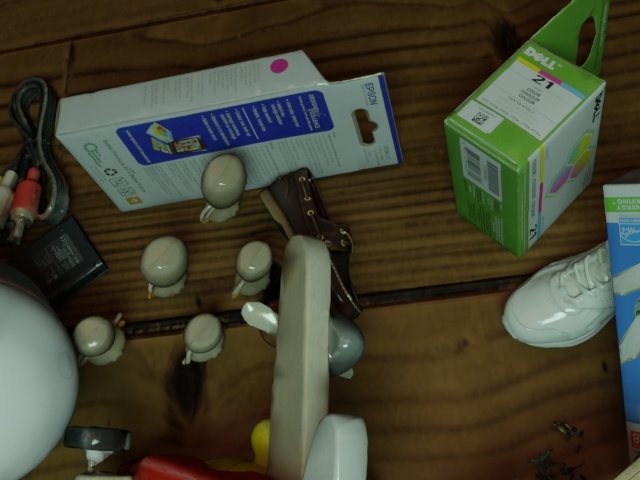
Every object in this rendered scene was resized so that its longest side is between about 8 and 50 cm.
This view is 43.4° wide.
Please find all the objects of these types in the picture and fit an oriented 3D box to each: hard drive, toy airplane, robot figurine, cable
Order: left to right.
[{"bbox_3d":[-0.351,0.125,0.789,0.200,0.353,0.299,-2,96,-25],"label":"robot figurine"},{"bbox_3d":[-0.387,-0.114,1.057,0.140,0.072,0.287,-14,62,26],"label":"cable"},{"bbox_3d":[-0.344,0.041,1.003,0.135,0.022,0.094,-37,61,-7],"label":"hard drive"},{"bbox_3d":[-0.025,0.242,0.682,0.386,0.272,0.384,-55,45,20],"label":"toy airplane"}]

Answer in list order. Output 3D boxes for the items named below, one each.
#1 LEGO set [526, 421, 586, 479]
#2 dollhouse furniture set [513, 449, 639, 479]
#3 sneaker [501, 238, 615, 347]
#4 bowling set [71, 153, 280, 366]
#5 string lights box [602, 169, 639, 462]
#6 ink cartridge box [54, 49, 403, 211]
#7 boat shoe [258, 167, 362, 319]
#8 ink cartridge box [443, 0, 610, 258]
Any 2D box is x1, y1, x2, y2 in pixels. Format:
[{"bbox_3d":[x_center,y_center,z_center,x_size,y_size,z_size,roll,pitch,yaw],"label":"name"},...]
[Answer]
[{"bbox_3d":[0.232,0.218,0.778,0.054,0.023,0.083,33,62,24],"label":"LEGO set"},{"bbox_3d":[0.219,0.274,0.621,0.161,0.242,0.212,-36,61,-7],"label":"dollhouse furniture set"},{"bbox_3d":[0.288,0.028,0.803,0.232,0.115,0.090,-24,60,0],"label":"sneaker"},{"bbox_3d":[-0.117,0.070,0.886,0.200,0.154,0.287,39,75,3],"label":"bowling set"},{"bbox_3d":[0.331,0.069,0.687,0.133,0.077,0.259,1,104,44],"label":"string lights box"},{"bbox_3d":[-0.098,-0.126,0.941,0.371,0.175,0.069,-7,61,10],"label":"ink cartridge box"},{"bbox_3d":[0.000,0.000,0.912,0.073,0.073,0.207,-30,61,0],"label":"boat shoe"},{"bbox_3d":[0.257,-0.134,0.852,0.255,0.188,0.097,-44,61,-10],"label":"ink cartridge box"}]
